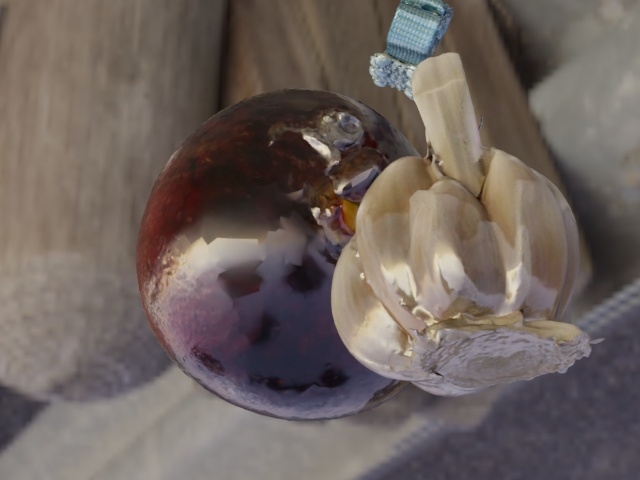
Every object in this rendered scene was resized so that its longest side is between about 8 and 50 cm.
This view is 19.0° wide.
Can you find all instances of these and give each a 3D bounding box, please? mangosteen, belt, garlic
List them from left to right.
[{"bbox_3d":[0.000,0.000,1.314,0.235,0.236,0.261,13,158,-19],"label":"mangosteen"},{"bbox_3d":[0.084,-0.184,1.774,0.065,0.100,0.179,25,-175,5],"label":"belt"},{"bbox_3d":[0.065,-0.006,1.000,0.131,0.194,0.127,-11,156,-11],"label":"garlic"}]
